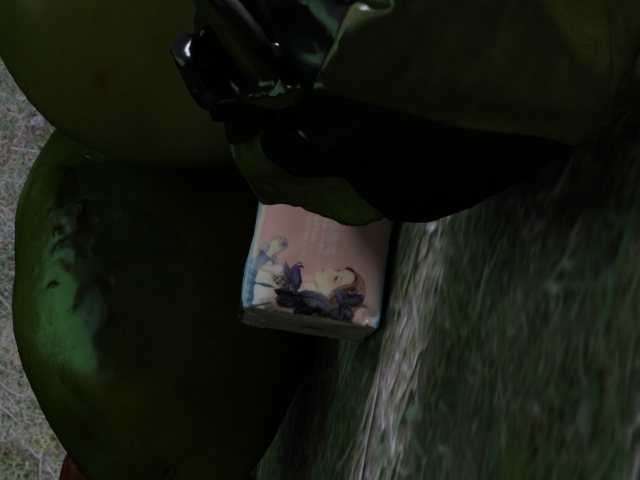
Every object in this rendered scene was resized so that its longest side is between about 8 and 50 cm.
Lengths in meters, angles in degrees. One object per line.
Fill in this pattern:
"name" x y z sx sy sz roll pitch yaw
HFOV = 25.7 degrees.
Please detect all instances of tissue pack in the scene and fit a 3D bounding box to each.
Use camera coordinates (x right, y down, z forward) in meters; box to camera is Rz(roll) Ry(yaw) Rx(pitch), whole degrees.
"tissue pack" 0.000 0.000 0.730 0.059 0.074 0.094 105 174 -76

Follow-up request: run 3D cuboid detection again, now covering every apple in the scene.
"apple" -0.069 -0.174 0.808 0.279 0.279 0.279 -168 90 -82

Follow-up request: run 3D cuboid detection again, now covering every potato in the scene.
"potato" -0.099 0.027 0.918 0.304 0.216 0.216 -105 25 -46

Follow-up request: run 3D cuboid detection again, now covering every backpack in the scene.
"backpack" 0.023 -0.104 0.474 0.253 0.140 0.207 148 136 -73

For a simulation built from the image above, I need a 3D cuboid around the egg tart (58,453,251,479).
"egg tart" -0.142 0.241 1.103 0.202 0.147 0.202 -166 90 -81
